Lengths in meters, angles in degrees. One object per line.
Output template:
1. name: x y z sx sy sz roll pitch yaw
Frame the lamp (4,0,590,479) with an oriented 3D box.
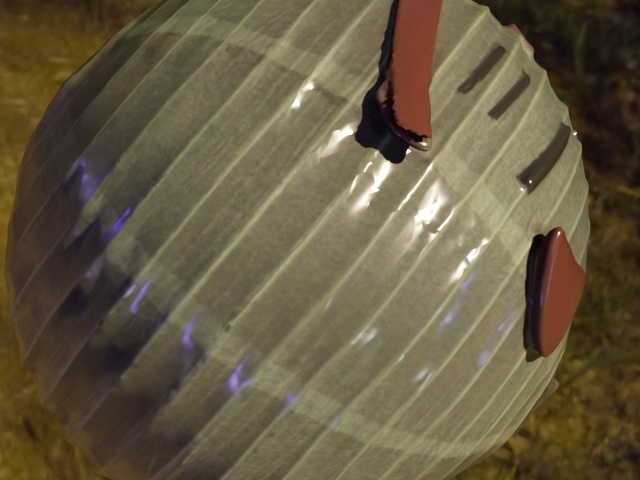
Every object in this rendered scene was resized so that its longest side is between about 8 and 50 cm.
1. lamp: 0.000 0.000 0.567 0.233 0.233 0.265 14 23 4
